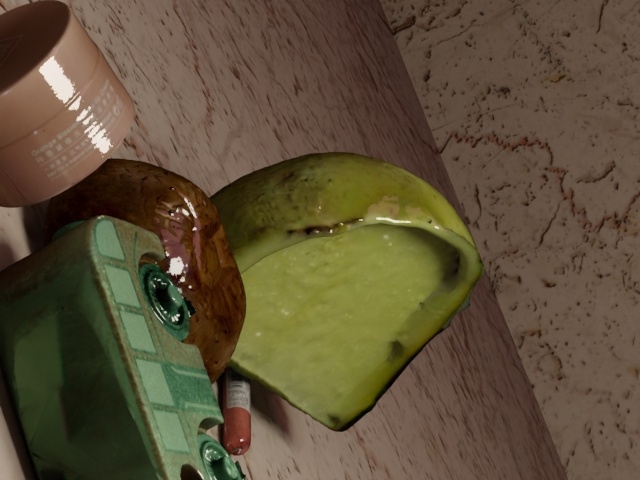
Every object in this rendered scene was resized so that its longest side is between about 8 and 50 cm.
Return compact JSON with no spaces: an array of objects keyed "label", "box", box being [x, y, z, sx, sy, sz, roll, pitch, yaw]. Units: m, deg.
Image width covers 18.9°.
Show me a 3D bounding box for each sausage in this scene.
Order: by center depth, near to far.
[{"label":"sausage","box":[-0.086,0.149,1.957,0.029,0.029,0.223,57,15,-29]}]

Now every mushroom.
[{"label":"mushroom","box":[-0.146,0.034,1.699,0.231,0.138,0.194,59,14,-20]}]

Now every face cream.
[{"label":"face cream","box":[-0.241,-0.113,1.580,0.104,0.149,0.149,57,15,-32]}]

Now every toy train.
[{"label":"toy train","box":[-0.161,0.125,1.504,0.159,0.129,0.326,22,44,-62]}]

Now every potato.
[{"label":"potato","box":[0.000,0.000,1.950,0.330,0.280,0.212,32,30,-45]}]
